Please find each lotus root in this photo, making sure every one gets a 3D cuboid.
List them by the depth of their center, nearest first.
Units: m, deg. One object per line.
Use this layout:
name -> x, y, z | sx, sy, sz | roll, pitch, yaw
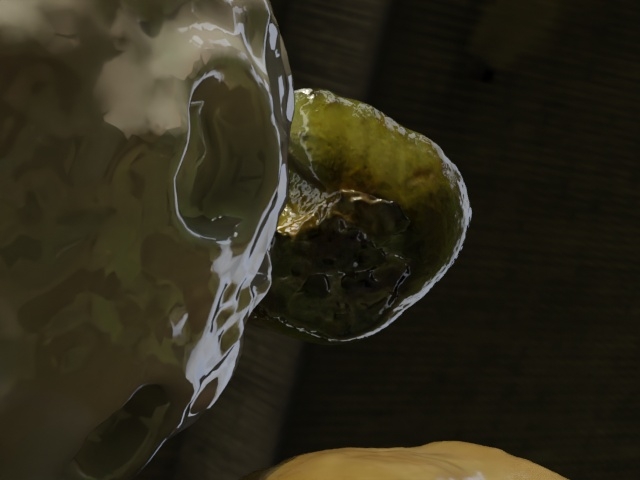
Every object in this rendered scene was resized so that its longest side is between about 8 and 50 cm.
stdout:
lotus root -> 0.004, 0.002, 1.054 | 0.204, 0.078, 0.183 | 19, -65, -19

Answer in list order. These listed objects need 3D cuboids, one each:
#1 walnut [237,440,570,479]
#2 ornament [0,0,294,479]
walnut -> 0.040, 0.219, 0.555 | 0.285, 0.285, 0.296 | -8, -104, -37
ornament -> -0.166, -0.040, 0.587 | 0.337, 0.337, 0.337 | -14, -67, -35
